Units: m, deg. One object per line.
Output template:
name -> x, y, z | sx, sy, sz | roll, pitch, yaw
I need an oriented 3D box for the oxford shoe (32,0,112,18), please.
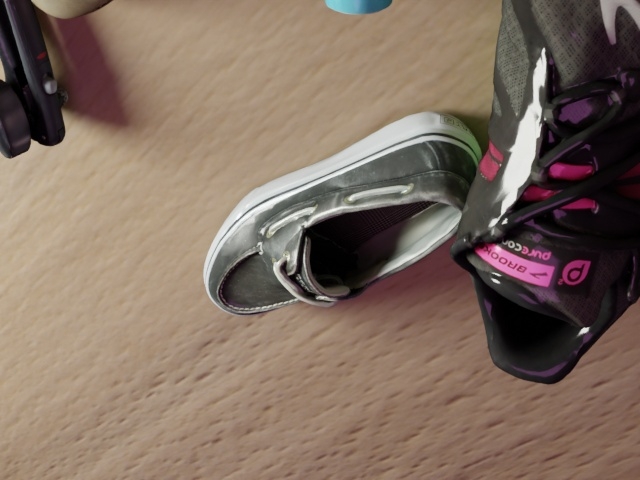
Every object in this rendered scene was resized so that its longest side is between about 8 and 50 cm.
oxford shoe -> -0.138, -0.265, 0.650 | 0.123, 0.130, 0.348 | 31, 134, -16

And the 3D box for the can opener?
can opener -> -0.262, -0.162, 0.832 | 0.059, 0.073, 0.186 | 11, 126, 13

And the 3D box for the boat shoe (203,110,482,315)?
boat shoe -> 0.000, 0.000, 0.881 | 0.121, 0.119, 0.335 | 39, 129, -23

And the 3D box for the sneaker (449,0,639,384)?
sneaker -> 0.195, -0.053, 0.685 | 0.185, 0.202, 0.483 | 12, 144, 19

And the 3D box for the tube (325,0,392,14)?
tube -> 0.027, -0.267, 0.676 | 0.080, 0.052, 0.207 | 4, 128, 7
